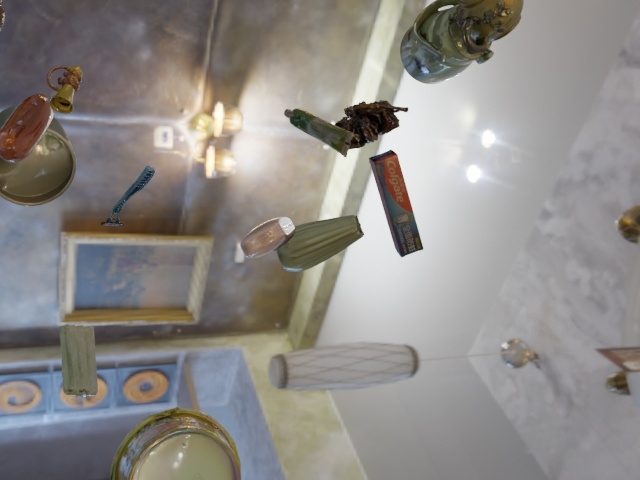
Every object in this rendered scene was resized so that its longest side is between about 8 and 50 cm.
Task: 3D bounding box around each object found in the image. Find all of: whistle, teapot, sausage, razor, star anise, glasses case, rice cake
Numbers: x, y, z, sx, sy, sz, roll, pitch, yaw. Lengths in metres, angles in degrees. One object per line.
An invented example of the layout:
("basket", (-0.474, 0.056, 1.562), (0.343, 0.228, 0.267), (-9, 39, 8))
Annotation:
("whistle", (-0.498, -0.299, 1.339), (0.046, 0.057, 0.109), (75, 12, -54))
("teapot", (0.412, -0.602, 1.753), (0.173, 0.182, 0.269), (4, -122, 48))
("sausage", (-0.599, -0.229, 1.399), (0.194, 0.077, 0.077), (-80, -170, -47))
("razor", (-0.592, -0.138, 2.141), (0.253, 0.082, 0.042), (-45, -114, 25))
("star anise", (0.133, -0.369, 2.117), (0.126, 0.220, 0.190), (56, -14, -24))
("glasses case", (-0.130, -0.009, 1.755), (0.075, 0.113, 0.297), (59, 7, -2))
("rice cake", (-0.694, 0.345, 1.980), (0.038, 0.124, 0.211), (-23, -111, 21))

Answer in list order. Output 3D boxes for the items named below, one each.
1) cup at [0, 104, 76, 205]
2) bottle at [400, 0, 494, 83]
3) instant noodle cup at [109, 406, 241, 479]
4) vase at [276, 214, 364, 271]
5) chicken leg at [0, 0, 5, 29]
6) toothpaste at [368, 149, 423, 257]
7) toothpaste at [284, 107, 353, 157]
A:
("cup", (-0.954, -0.303, 2.141), (0.259, 0.357, 0.274), (-51, -144, 7))
("bottle", (0.376, -0.596, 2.045), (0.352, 0.229, 0.229), (-156, -113, -79))
("instant noodle cup", (-0.327, 0.559, 1.609), (0.254, 0.326, 0.325), (141, -55, -70))
("vase", (0.000, 0.000, 1.949), (0.128, 0.248, 0.128), (-21, 90, -77))
("chicken leg", (-0.854, -0.579, 1.672), (0.177, 0.083, 0.322), (6, -48, 33))
("toothpaste", (0.226, -0.107, 2.045), (0.066, 0.076, 0.320), (-118, -172, -64))
("toothpaste", (-0.009, -0.322, 1.983), (0.248, 0.047, 0.078), (32, -62, 29))
